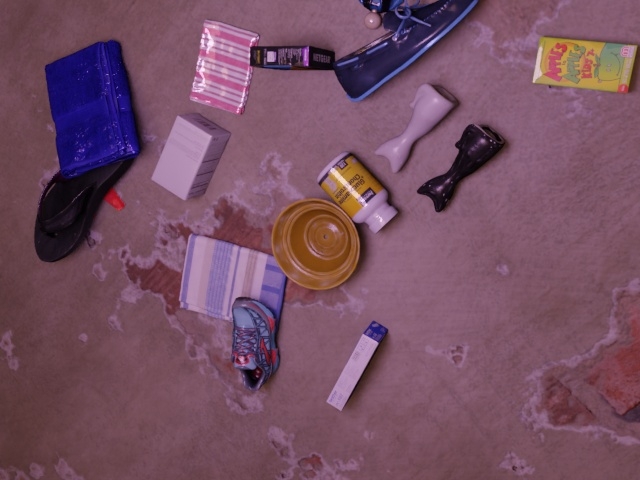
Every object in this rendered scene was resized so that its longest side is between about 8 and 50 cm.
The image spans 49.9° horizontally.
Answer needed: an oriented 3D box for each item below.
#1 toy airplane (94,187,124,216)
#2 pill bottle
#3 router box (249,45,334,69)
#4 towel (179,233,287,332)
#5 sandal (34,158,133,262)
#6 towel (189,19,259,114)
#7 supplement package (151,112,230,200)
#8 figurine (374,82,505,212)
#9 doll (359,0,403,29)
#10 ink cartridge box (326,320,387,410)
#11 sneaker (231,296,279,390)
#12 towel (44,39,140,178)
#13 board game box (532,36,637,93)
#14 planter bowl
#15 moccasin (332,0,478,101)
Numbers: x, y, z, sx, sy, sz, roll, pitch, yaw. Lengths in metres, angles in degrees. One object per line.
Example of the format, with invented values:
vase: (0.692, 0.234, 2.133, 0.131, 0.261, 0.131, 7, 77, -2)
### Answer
toy airplane: (-0.597, -0.122, 1.837, 0.151, 0.028, 0.151, 5, 103, 20)
pill bottle: (0.086, -0.105, 1.555, 0.184, 0.103, 0.103, 46, 113, 4)
router box: (-0.058, -0.395, 1.495, 0.133, 0.179, 0.046, 5, 102, 19)
towel: (-0.223, 0.109, 1.757, 0.285, 0.034, 0.209, 14, 105, 14)
sandal: (-0.647, -0.131, 1.785, 0.167, 0.107, 0.445, 46, 110, 23)
towel: (-0.230, -0.411, 1.635, 0.144, 0.029, 0.197, 19, 108, 14)
supplement package: (-0.314, -0.204, 1.673, 0.105, 0.105, 0.179, 32, 111, 9)
figurine: (0.246, -0.198, 1.488, 0.215, 0.092, 0.209, 42, 117, 7)
doll: (0.123, -0.547, 1.465, 0.129, 0.046, 0.188, 11, 113, 7)
ink cartridge box: (0.088, 0.300, 1.655, 0.046, 0.097, 0.207, 30, 110, 11)
sneaker: (-0.166, 0.261, 1.691, 0.104, 0.125, 0.261, 0, 122, 21)
towel: (-0.575, -0.327, 1.701, 0.228, 0.076, 0.308, -16, 79, 16)
board game box: (0.523, -0.350, 1.371, 0.181, 0.043, 0.092, 11, 107, 17)
planter bowl: (0.000, 0.000, 1.618, 0.217, 0.090, 0.217, 5, 104, 18)
moccasin: (0.165, -0.425, 1.427, 0.342, 0.137, 0.116, -35, 99, 22)
